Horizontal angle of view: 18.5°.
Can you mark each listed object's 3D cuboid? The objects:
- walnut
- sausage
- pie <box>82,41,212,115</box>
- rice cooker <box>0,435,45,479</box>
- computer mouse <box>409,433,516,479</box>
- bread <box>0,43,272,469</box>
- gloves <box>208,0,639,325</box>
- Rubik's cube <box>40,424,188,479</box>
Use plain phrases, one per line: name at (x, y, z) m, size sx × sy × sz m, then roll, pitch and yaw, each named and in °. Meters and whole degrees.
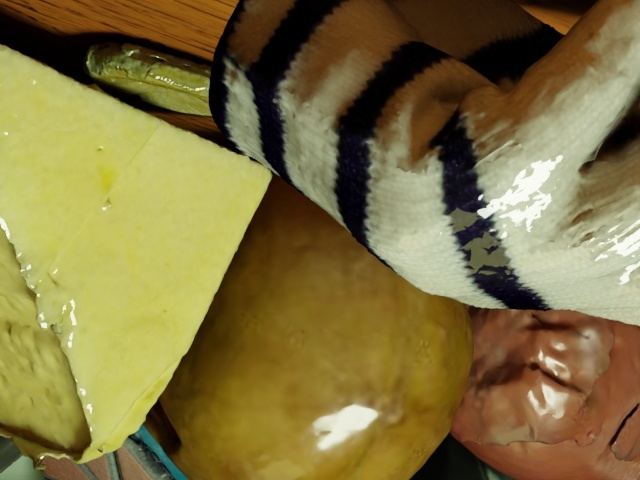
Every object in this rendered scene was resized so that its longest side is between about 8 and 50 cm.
walnut at (-0.018, 0.048, 1.161) m, size 0.203 × 0.203 × 0.298 m, roll 16°, pitch -163°, yaw -20°
sausage at (0.167, 0.095, 1.332) m, size 0.152 × 0.152 × 0.280 m, roll 9°, pitch 173°, yaw 28°
pie at (-0.074, -0.079, 0.959) m, size 0.084 × 0.020 × 0.084 m, roll 13°, pitch 175°, yaw 1°
rice cooker at (-0.265, 0.065, 1.448) m, size 0.317 × 0.264 × 0.316 m, roll -18°, pitch 166°, yaw -5°
computer mouse at (0.166, 0.184, 1.519) m, size 0.203 × 0.114 × 0.374 m, roll 36°, pitch -156°, yaw 4°
bread at (-0.215, -0.018, 1.027) m, size 0.263 × 0.198 × 0.236 m, roll 15°, pitch 168°, yaw 41°
gloves at (0.082, -0.025, 0.640) m, size 0.219 × 0.131 × 0.140 m, roll 31°, pitch 167°, yaw 16°
Rubik's cube at (-0.082, 0.136, 1.298) m, size 0.228 × 0.228 × 0.233 m, roll 5°, pitch -175°, yaw 7°
